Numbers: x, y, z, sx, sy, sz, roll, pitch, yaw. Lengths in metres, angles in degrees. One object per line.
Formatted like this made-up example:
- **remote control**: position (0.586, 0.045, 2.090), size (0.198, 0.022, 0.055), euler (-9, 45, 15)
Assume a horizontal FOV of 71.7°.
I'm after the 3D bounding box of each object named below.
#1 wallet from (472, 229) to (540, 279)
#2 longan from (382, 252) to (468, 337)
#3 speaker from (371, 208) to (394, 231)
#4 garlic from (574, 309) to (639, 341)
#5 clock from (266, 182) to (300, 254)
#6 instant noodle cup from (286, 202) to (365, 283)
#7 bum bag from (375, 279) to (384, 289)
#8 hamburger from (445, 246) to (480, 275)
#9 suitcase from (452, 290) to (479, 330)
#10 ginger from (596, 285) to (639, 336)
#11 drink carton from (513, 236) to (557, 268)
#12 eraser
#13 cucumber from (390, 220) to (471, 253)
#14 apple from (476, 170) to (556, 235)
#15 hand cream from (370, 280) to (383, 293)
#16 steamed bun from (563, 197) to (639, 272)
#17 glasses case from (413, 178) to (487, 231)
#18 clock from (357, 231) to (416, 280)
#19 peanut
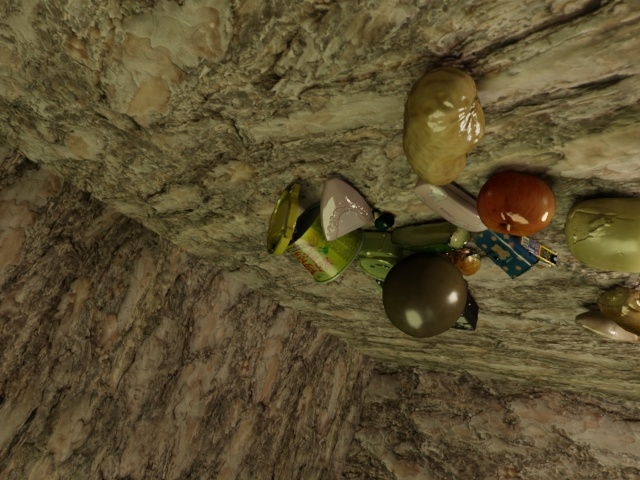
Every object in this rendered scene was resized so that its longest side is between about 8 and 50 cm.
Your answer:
- **wallet**: position (0.636, 0.036, 1.532), size (0.202, 0.059, 0.141), euler (44, 156, 12)
- **longan**: position (0.403, 0.204, 1.708), size (0.362, 0.360, 0.361), euler (18, 157, 8)
- **speaker**: position (0.235, -0.079, 1.725), size (0.095, 0.060, 0.075), euler (27, 155, -13)
- **garlic**: position (1.194, 0.355, 1.807), size (0.319, 0.112, 0.143), euler (21, -179, -17)
- **clock**: position (-0.140, -0.075, 1.785), size (0.071, 0.276, 0.293), euler (16, 166, -20)
- **instant noodle cup**: position (0.000, 0.000, 1.844), size (0.222, 0.311, 0.311), euler (41, 152, -19)
- **bum bag**: position (0.424, 0.219, 2.172), size (0.327, 0.080, 0.142), euler (5, 119, 31)
- **hamburger**: position (0.584, 0.086, 1.759), size (0.176, 0.087, 0.102), euler (37, 154, -29)
- **suitcase**: position (0.603, 0.343, 2.232), size (0.335, 0.152, 0.229), euler (2, 151, 38)
- **ginger**: position (1.151, 0.248, 1.587), size (0.276, 0.130, 0.221), euler (5, 144, 22)
- **drink carton**: position (0.748, 0.044, 1.567), size (0.166, 0.056, 0.071), euler (27, 161, -12)
- **eraser**: position (0.078, -0.125, 1.637), size (0.243, 0.205, 0.059), euler (66, 177, -35)
- **cucumber**: position (0.402, -0.003, 1.673), size (0.105, 0.145, 0.326), euler (43, 154, -28)
- **apple**: position (0.560, -0.098, 1.270), size (0.210, 0.164, 0.209), euler (19, 160, 7)
- **hand cream**: position (0.400, 0.303, 2.400), size (0.147, 0.093, 0.306), euler (5, 151, 45)
- **steamed bun**: position (0.826, 0.003, 1.264), size (0.232, 0.165, 0.273), euler (2, 151, 35)
- **glasses case**: position (0.436, -0.115, 1.452), size (0.297, 0.075, 0.113), euler (30, 157, -19)
- **clock**: position (0.291, 0.089, 1.979), size (0.286, 0.117, 0.348), euler (3, 151, 38)
- **peanut**: position (0.305, -0.271, 1.109), size (0.193, 0.169, 0.387), euler (11, 159, 13)
